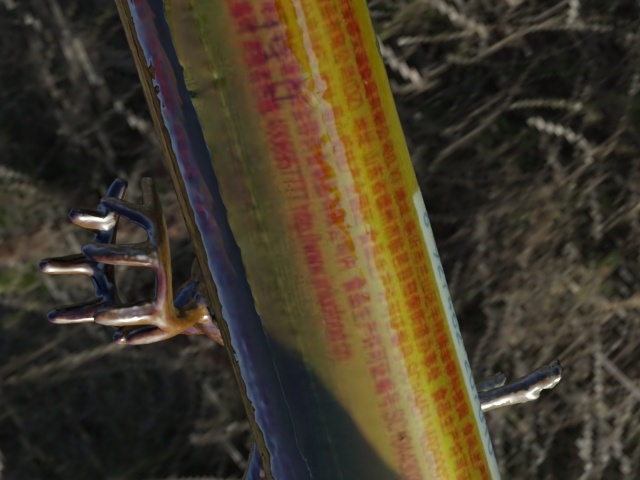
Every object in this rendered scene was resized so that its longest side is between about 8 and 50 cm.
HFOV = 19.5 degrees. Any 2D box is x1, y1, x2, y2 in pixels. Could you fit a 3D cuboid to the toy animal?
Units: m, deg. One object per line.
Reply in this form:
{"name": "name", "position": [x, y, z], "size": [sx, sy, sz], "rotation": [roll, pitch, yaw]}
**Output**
{"name": "toy animal", "position": [-0.014, 0.091, 0.926], "size": [0.087, 0.260, 0.243], "rotation": [-132, 47, -61]}

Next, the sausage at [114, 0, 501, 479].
{"name": "sausage", "position": [0.000, 0.000, 0.554], "size": [0.082, 0.082, 0.371], "rotation": [-7, 105, 36]}
